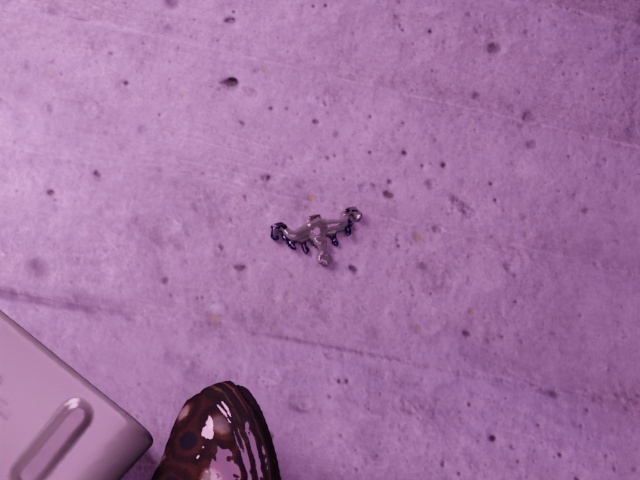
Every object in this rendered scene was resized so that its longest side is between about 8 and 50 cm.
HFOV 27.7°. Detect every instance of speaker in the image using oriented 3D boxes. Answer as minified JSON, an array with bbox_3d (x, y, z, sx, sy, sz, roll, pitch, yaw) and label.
[{"bbox_3d":[-0.419,0.192,1.614,0.406,0.183,0.184,39,77,-1],"label":"speaker"}]

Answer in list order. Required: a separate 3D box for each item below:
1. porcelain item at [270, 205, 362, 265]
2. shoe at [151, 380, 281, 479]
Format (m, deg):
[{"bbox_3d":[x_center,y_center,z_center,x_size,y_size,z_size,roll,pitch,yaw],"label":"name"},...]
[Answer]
[{"bbox_3d":[0.000,0.000,1.837,0.136,0.021,0.075,-12,79,-16],"label":"porcelain item"},{"bbox_3d":[-0.167,0.378,1.626,0.237,0.171,0.384,-6,85,-19],"label":"shoe"}]
